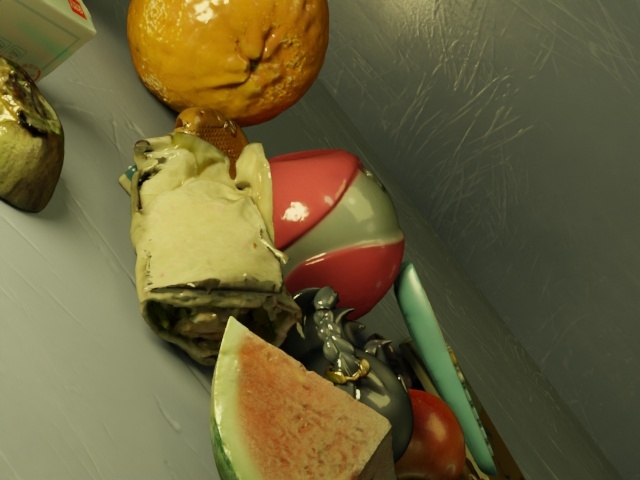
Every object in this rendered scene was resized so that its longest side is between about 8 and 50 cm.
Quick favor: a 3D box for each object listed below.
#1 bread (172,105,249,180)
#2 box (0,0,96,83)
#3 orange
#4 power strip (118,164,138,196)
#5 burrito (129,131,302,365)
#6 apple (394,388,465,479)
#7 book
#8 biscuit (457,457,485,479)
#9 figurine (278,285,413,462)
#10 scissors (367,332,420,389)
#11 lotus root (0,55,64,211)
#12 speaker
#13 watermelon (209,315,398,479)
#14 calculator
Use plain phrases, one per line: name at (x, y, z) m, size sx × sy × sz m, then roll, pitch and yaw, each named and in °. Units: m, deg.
bread at (-0.175, -0.145, 1.707) m, size 0.077 × 0.114 × 0.189 m, roll 14°, pitch -12°, yaw 35°
box at (-0.383, -0.265, 1.218) m, size 0.269 × 0.135 × 0.079 m, roll 26°, pitch 33°, yaw -61°
orange at (-0.144, -0.344, 1.783) m, size 0.340 × 0.340 × 0.293 m, roll 41°, pitch 6°, yaw -41°
power strip at (-0.215, -0.050, 1.453) m, size 0.123 × 0.032 × 0.056 m, roll 51°, pitch 13°, yaw -8°
burrito at (-0.138, -0.001, 1.342) m, size 0.332 × 0.190 × 0.135 m, roll -105°, pitch -162°, yaw -49°
apple at (0.114, 0.269, 1.478) m, size 0.163 × 0.163 × 0.139 m, roll 40°, pitch 38°, yaw -44°
book at (0.278, 0.340, 2.058) m, size 0.389 × 0.032 × 0.269 m, roll 60°, pitch 16°, yaw 4°
biscuit at (0.255, 0.410, 1.740) m, size 0.301 × 0.049 × 0.197 m, roll 56°, pitch 8°, yaw -45°
figurine at (0.006, 0.173, 1.358) m, size 0.265 × 0.175 × 0.197 m, roll 48°, pitch 4°, yaw 11°
scissors at (0.158, 0.236, 2.000) m, size 0.118 × 0.030 × 0.242 m, roll 61°, pitch 15°, yaw 26°
lotus root at (-0.333, -0.133, 1.174) m, size 0.183 × 0.078 × 0.204 m, roll 44°, pitch 17°, yaw -31°
speaker at (0.000, 0.000, 1.756) m, size 0.294 × 0.294 × 0.294 m, roll 49°, pitch 14°, yaw -16°
watermelon at (-0.025, 0.221, 1.137) m, size 0.260 × 0.176 × 0.256 m, roll 33°, pitch 4°, yaw 7°
calculator at (0.210, 0.219, 1.830) m, size 0.386 × 0.054 × 0.256 m, roll 64°, pitch 3°, yaw 0°
